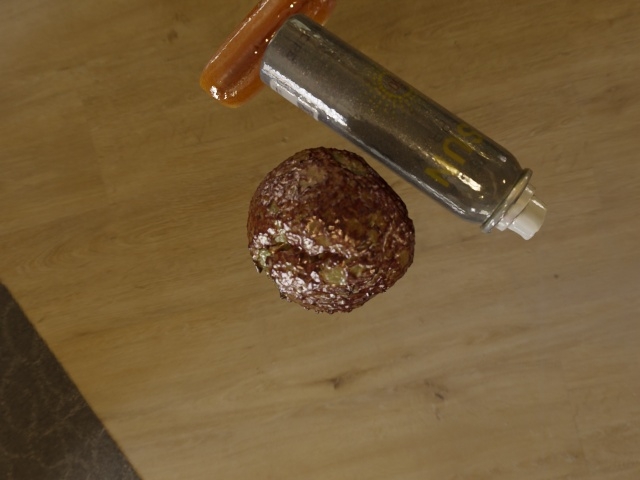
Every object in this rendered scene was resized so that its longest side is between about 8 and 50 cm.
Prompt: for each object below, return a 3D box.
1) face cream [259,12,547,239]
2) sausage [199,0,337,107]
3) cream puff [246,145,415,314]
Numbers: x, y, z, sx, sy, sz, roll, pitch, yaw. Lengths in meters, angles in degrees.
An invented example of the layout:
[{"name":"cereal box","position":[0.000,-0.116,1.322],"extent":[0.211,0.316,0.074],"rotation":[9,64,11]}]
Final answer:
[{"name":"face cream","position":[0.075,-0.097,0.518],"extent":[0.284,0.073,0.073],"rotation":[36,95,7]},{"name":"sausage","position":[-0.086,-0.326,0.946],"extent":[0.274,0.105,0.105],"rotation":[-39,89,25]},{"name":"cream puff","position":[0.000,0.000,0.473],"extent":[0.149,0.084,0.148],"rotation":[12,115,28]}]
